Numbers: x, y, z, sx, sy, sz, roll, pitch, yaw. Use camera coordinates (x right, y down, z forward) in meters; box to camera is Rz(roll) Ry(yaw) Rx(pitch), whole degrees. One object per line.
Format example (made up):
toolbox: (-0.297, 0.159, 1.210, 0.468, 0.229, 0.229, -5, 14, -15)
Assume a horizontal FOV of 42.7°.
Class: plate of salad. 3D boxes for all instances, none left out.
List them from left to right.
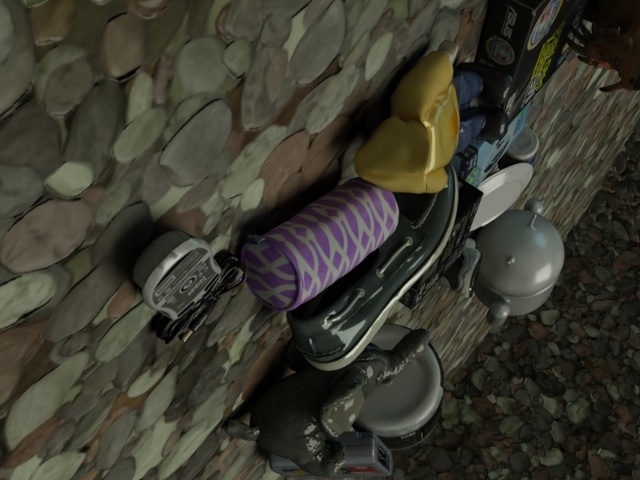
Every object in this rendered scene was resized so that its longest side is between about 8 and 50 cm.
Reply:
plate of salad: (0.302, -0.080, 1.503, 0.200, 0.048, 0.200, -29, 156, -14)

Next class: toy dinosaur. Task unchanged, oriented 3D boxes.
toy dinosaur: (0.437, -0.313, 1.166, 0.200, 0.127, 0.296, -54, 177, 18)

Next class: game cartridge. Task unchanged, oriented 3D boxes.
game cartridge: (0.016, 0.381, 1.434, 0.294, 0.196, 0.060, 61, 29, -66)

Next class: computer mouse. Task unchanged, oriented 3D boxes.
computer mouse: (-0.119, 0.030, 0.699, 0.106, 0.042, 0.193, -46, 166, -11)

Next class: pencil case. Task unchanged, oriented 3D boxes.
pencil case: (0.000, 0.000, 0.861, 0.206, 0.088, 0.086, -31, 113, -46)

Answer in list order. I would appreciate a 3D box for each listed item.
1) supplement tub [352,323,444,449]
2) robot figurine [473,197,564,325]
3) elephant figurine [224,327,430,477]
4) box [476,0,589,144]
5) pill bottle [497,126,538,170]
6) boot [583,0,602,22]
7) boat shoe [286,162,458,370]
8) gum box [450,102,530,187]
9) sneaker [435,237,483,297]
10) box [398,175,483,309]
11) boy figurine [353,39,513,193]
supplement tub: (0.131, 0.282, 1.517, 0.193, 0.193, 0.316, -50, 161, -12)
robot figurine: (0.447, 0.052, 1.881, 0.353, 0.200, 0.300, 66, 41, -69)
elephant figurine: (0.017, 0.200, 1.159, 0.239, 0.169, 0.186, -54, 178, 19)
box: (0.294, -0.289, 1.117, 0.216, 0.060, 0.270, -48, 161, -23)
pill bottle: (0.364, -0.156, 1.516, 0.067, 0.067, 0.120, -50, 161, -13)
boot: (0.470, -0.451, 1.270, 0.208, 0.076, 0.189, -63, 162, 4)
boat shoe: (0.065, 0.003, 0.989, 0.319, 0.116, 0.099, -56, 139, -18)
gum box: (0.269, -0.164, 1.310, 0.184, 0.041, 0.157, -51, 162, -14)
sneaker: (0.231, 0.037, 1.509, 0.271, 0.108, 0.100, -25, 131, -84)
box: (0.169, 0.000, 1.293, 0.147, 0.077, 0.180, -45, 159, -27)
boy figurine: (0.130, -0.133, 0.924, 0.285, 0.092, 0.177, -35, 134, -54)
